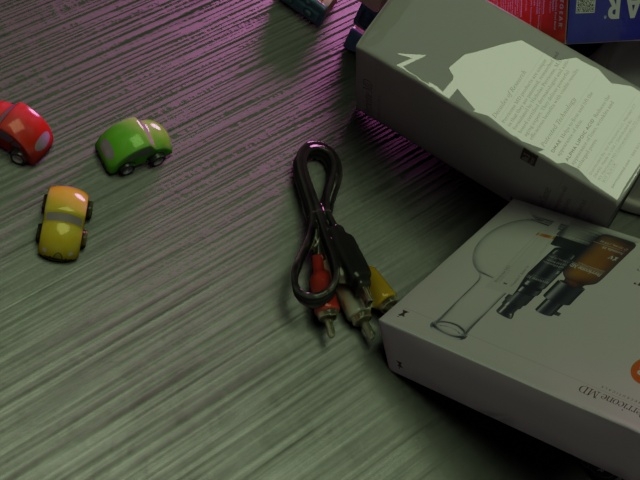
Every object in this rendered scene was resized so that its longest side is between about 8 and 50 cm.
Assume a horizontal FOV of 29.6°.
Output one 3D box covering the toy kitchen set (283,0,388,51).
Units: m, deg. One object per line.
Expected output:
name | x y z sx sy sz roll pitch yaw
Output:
toy kitchen set | 0.027 -0.356 1.661 0.166 0.207 0.122 37 57 6

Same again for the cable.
cable | 0.000 0.000 1.552 0.139 0.072 0.287 -8 53 -23

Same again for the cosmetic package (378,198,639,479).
cosmetic package | 0.303 0.105 1.437 0.377 0.097 0.284 21 50 39

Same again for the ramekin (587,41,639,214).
ramekin | 0.477 -0.182 1.749 0.272 0.127 0.273 8 59 -13

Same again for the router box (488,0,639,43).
router box | 0.367 -0.335 1.693 0.335 0.301 0.082 -9 108 -31

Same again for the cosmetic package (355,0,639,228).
cosmetic package | 0.240 -0.172 1.579 0.385 0.217 0.156 31 77 12

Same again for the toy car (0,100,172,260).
toy car | -0.288 -0.108 1.514 0.225 0.053 0.239 -22 70 -26

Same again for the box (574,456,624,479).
box | 0.451 0.204 1.499 0.142 0.163 0.247 44 58 9
